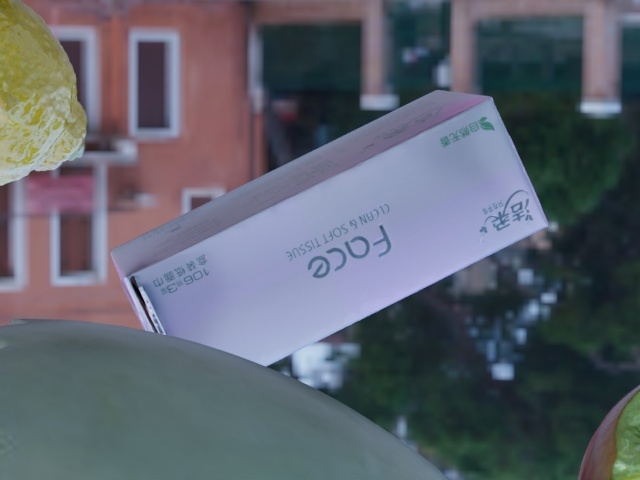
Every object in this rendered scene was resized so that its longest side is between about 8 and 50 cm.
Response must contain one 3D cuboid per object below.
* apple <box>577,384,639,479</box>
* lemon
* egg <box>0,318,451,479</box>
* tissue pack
[{"bbox_3d":[0.326,0.195,1.473,0.246,0.226,0.246,36,-157,-18],"label":"apple"},{"bbox_3d":[-0.247,-0.108,1.359,0.187,0.142,0.142,31,176,-16],"label":"lemon"},{"bbox_3d":[-0.091,0.162,0.633,0.336,0.278,0.278,23,176,-22],"label":"egg"},{"bbox_3d":[0.000,0.000,1.195,0.246,0.092,0.148,-26,-171,-5],"label":"tissue pack"}]
